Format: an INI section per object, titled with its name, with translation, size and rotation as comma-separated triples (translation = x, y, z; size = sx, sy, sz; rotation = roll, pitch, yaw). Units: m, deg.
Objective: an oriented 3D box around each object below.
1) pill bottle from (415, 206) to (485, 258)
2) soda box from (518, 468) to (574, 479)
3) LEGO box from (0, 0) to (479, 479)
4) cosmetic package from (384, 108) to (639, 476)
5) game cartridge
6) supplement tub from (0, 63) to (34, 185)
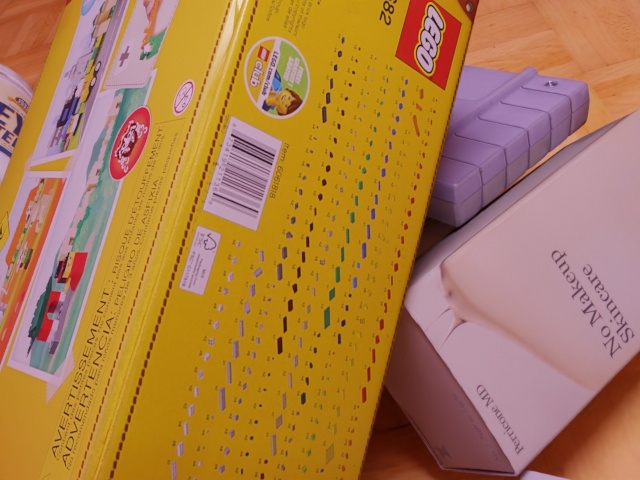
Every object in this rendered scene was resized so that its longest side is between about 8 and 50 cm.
[pill bottle]
translation = 0.127, -0.007, 0.765
size = 0.117, 0.117, 0.215
rotation = -19, 40, 3
[soda box]
translation = 0.263, 0.235, 0.451
size = 0.286, 0.098, 0.091
rotation = 4, 46, 29
[LEGO box]
translation = -0.118, -0.011, 0.576
size = 0.372, 0.193, 0.500
rotation = 4, 76, 52
[cosmetic package]
translation = 0.190, 0.036, 0.610
size = 0.309, 0.160, 0.113
rotation = -35, 2, -26
[game cartridge]
translation = 0.065, -0.133, 0.764
size = 0.230, 0.068, 0.355
rotation = -32, 38, -34
[supplement tub]
translation = -0.544, -0.123, 1.099
size = 0.235, 0.235, 0.325
rotation = -21, 40, 0
